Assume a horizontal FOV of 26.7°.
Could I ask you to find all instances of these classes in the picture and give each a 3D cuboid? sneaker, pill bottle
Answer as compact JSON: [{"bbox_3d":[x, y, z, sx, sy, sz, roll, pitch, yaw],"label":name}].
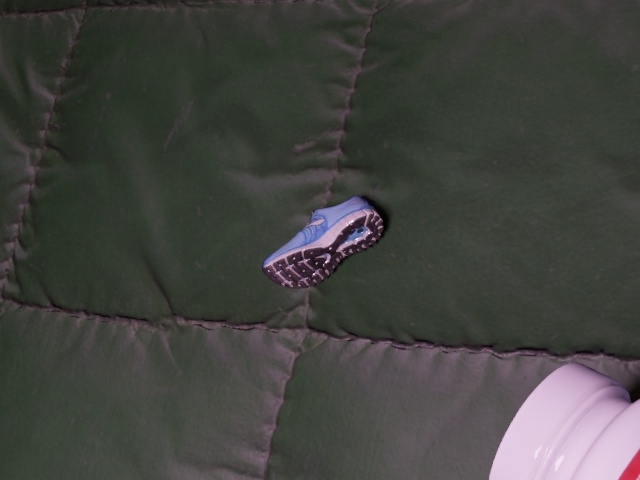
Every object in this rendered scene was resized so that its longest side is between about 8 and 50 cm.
[{"bbox_3d":[0.000,0.000,1.675,0.162,0.063,0.073,-29,40,7],"label":"sneaker"},{"bbox_3d":[0.367,0.283,1.245,0.408,0.229,0.229,30,83,33],"label":"pill bottle"}]
